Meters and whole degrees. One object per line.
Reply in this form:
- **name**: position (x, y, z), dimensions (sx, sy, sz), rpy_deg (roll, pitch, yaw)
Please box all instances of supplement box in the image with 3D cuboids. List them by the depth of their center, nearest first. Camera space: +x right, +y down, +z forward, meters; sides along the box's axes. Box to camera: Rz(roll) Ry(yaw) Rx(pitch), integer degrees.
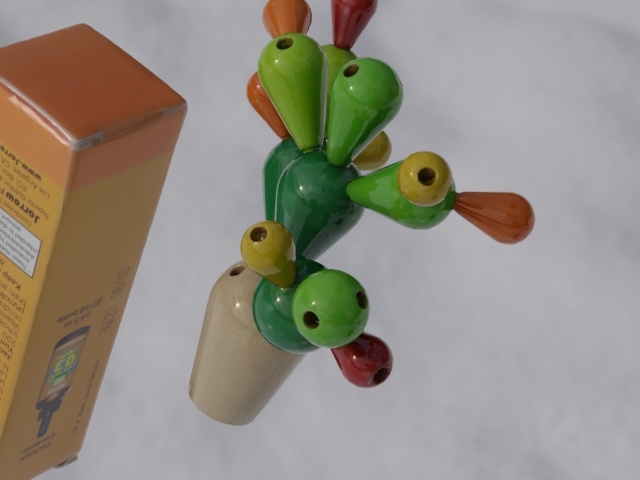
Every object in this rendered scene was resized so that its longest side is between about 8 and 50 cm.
- **supplement box**: position (-0.139, 0.017, 0.928), dimensions (0.080, 0.233, 0.078), rpy_deg (36, 38, 24)

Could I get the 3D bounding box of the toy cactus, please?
- **toy cactus**: position (0.000, 0.000, 0.813), dimensions (0.112, 0.180, 0.219), rpy_deg (14, 32, -21)
